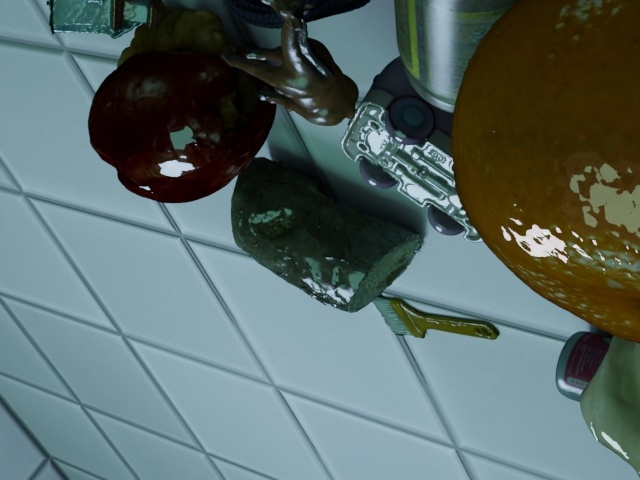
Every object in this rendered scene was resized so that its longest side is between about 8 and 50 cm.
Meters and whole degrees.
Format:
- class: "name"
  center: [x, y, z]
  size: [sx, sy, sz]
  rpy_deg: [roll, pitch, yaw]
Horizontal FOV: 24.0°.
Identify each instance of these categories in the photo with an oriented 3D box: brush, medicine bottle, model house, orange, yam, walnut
- class: "brush"
  center: [0.166, 0.117, 2.147]
  size: [0.218, 0.010, 0.082]
  rpy_deg: [5, 139, 46]
- class: "medicine bottle"
  center: [0.405, 0.182, 1.869]
  size: [0.216, 0.090, 0.090]
  rpy_deg: [17, 147, 33]
- class: "model house"
  center: [-0.257, -0.320, 1.872]
  size: [0.148, 0.119, 0.148]
  rpy_deg: [11, 127, 0]
- class: "orange"
  center: [0.324, -0.083, 1.278]
  size: [0.423, 0.326, 0.424]
  rpy_deg: [20, 166, 5]
- class: "yam"
  center: [0.000, 0.000, 2.016]
  size: [0.254, 0.154, 0.154]
  rpy_deg: [25, 151, 20]
- class: "medicine bottle"
  center: [0.141, -0.253, 1.386]
  size: [0.151, 0.151, 0.322]
  rpy_deg: [29, 160, 17]
- class: "walnut"
  center: [-0.168, -0.175, 1.896]
  size: [0.221, 0.244, 0.269]
  rpy_deg: [8, 166, -39]

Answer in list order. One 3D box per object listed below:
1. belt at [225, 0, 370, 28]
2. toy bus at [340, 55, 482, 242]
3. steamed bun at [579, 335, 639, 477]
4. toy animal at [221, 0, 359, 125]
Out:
- class: "belt"
  center: [-0.003, -0.300, 1.555]
  size: [0.230, 0.126, 0.140]
  rpy_deg: [-10, 100, 56]
- class: "toy bus"
  center: [0.138, -0.112, 1.661]
  size: [0.202, 0.142, 0.142]
  rpy_deg: [35, 153, 2]
- class: "steamed bun"
  center: [0.451, 0.147, 1.579]
  size: [0.289, 0.276, 0.203]
  rpy_deg: [36, 145, 28]
- class: "toy animal"
  center: [-0.027, -0.189, 1.538]
  size: [0.224, 0.066, 0.229]
  rpy_deg: [39, 167, -33]
